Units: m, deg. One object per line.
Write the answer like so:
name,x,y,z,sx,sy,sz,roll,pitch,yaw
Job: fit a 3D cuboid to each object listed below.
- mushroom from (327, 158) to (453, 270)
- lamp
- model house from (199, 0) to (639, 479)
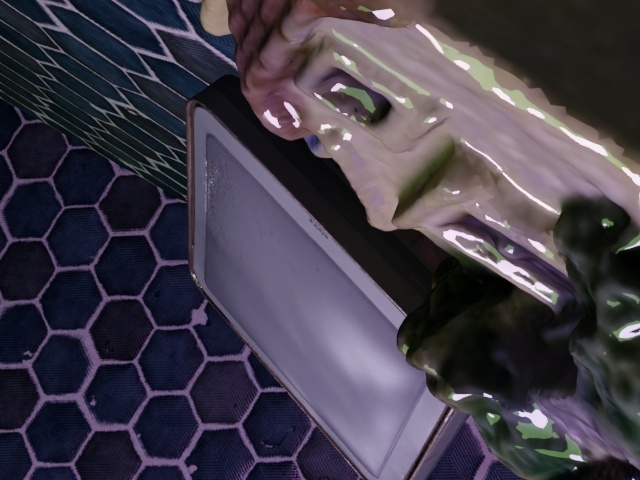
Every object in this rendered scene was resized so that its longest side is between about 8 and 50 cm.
mushroom,0.103,-0.015,0.755,0.233,0.208,0.301,51,169,-22
lamp,-0.004,0.048,0.726,0.269,0.047,0.266,47,153,19
model house,0.066,-0.069,0.445,0.266,0.261,0.321,34,165,-5
